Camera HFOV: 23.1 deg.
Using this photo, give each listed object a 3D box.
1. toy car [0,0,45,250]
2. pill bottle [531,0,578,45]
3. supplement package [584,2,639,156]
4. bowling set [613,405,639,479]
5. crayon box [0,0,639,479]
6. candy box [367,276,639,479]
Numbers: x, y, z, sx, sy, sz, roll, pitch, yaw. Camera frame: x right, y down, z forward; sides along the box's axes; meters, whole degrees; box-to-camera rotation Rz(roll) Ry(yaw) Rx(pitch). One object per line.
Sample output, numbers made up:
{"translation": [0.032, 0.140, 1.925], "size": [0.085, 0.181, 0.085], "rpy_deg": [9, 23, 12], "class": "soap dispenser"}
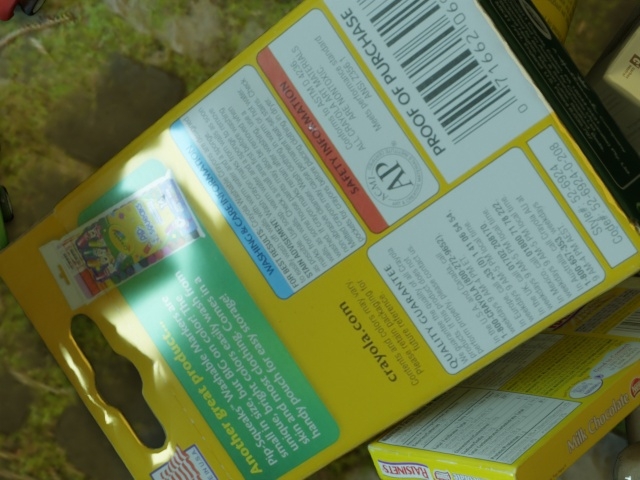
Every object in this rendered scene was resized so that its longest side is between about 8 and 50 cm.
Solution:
{"translation": [-0.222, -0.096, 0.894], "size": [0.239, 0.053, 0.225], "rpy_deg": [-13, 83, -9], "class": "toy car"}
{"translation": [0.093, -0.156, 0.909], "size": [0.119, 0.119, 0.209], "rpy_deg": [19, 80, -4], "class": "pill bottle"}
{"translation": [0.251, -0.068, 0.922], "size": [0.179, 0.105, 0.105], "rpy_deg": [38, 79, -1], "class": "supplement package"}
{"translation": [0.131, 0.192, 0.807], "size": [0.287, 0.200, 0.154], "rpy_deg": [-17, 104, -10], "class": "bowling set"}
{"translation": [0.000, 0.000, 0.837], "size": [0.323, 0.083, 0.203], "rpy_deg": [-35, 87, 26], "class": "crayon box"}
{"translation": [0.131, 0.075, 0.848], "size": [0.206, 0.105, 0.027], "rpy_deg": [-32, 110, -36], "class": "candy box"}
